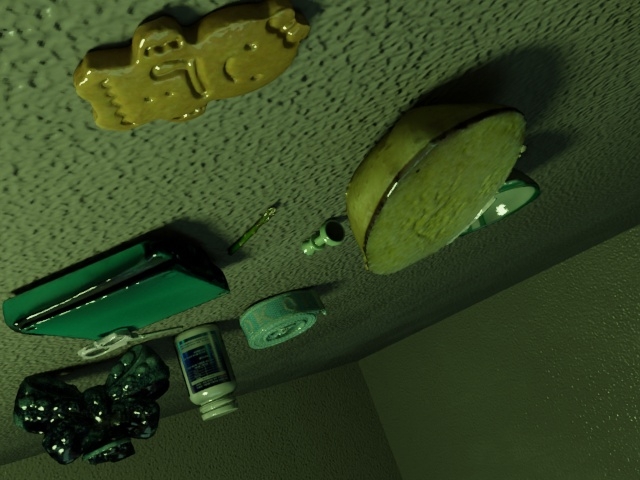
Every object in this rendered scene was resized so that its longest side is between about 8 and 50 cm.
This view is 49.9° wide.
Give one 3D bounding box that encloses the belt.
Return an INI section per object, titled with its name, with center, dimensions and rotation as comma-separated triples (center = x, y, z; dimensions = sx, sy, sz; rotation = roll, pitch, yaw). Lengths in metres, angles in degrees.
[belt]
center = -0.092, 0.170, 1.509
dimensions = 0.163, 0.082, 0.147
rotation = -1, 145, -44

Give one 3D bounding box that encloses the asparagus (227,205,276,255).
[asparagus]
center = -0.102, -0.011, 0.997
dimensions = 0.013, 0.016, 0.166
rotation = 24, 147, -20

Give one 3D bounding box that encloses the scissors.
[scissors]
center = -0.297, 0.158, 1.119
dimensions = 0.100, 0.015, 0.189
rotation = -33, 163, 36

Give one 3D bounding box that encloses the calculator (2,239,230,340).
[calculator]
center = -0.273, 0.075, 0.983
dimensions = 0.249, 0.058, 0.274
rotation = -22, 165, 8

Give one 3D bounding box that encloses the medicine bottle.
[medicine bottle]
center = -0.245, 0.286, 1.496
dimensions = 0.107, 0.191, 0.107
rotation = -20, 165, -5

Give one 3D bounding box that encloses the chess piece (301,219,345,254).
[chess piece]
center = 0.000, 0.000, 1.123
dimensions = 0.042, 0.042, 0.093
rotation = -10, 167, -34

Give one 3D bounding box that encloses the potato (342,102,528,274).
[potato]
center = 0.131, -0.086, 0.858
dimensions = 0.239, 0.116, 0.299
rotation = -23, 155, -14

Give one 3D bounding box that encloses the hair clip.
[hair clip]
center = -0.453, 0.349, 1.410
dimensions = 0.310, 0.206, 0.194
rotation = -15, 163, -18

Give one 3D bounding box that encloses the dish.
[dish]
center = 0.231, -0.068, 1.112
dimensions = 0.246, 0.078, 0.224
rotation = -19, 165, -10

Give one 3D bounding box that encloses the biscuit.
[biscuit]
center = -0.100, -0.133, 0.549
dimensions = 0.184, 0.027, 0.133
rotation = -16, 163, -18
